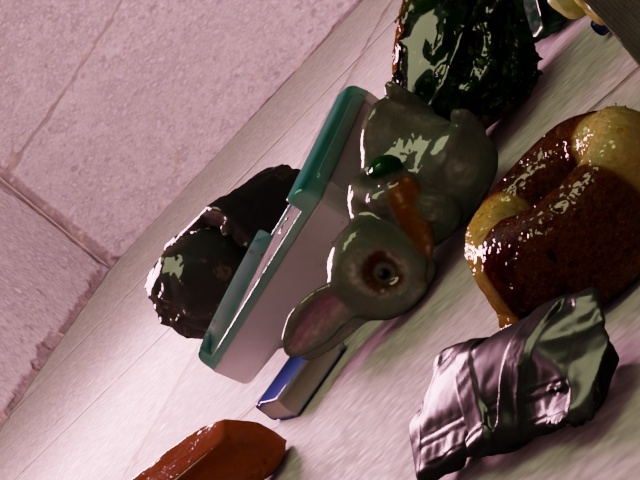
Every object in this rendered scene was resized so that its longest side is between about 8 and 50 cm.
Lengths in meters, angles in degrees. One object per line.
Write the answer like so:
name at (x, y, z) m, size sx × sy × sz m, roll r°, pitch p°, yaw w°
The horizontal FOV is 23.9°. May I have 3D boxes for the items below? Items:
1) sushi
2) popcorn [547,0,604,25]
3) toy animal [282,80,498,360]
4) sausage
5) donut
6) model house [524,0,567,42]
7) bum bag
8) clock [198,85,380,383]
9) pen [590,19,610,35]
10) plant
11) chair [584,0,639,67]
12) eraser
sushi at (0.144, -0.192, 1.458) m, size 0.140 × 0.149 × 0.287 m, roll 74°, pitch -155°, yaw -71°
popcorn at (0.265, -0.274, 1.134) m, size 0.255 × 0.195 × 0.256 m, roll 137°, pitch 151°, yaw -60°
toy animal at (0.062, 0.002, 1.291) m, size 0.251 × 0.127 × 0.125 m, roll -65°, pitch 23°, yaw -4°
sausage at (-0.106, 0.213, 1.261) m, size 0.179 × 0.089 × 0.089 m, roll -42°, pitch 8°, yaw -11°
donut at (0.161, -0.018, 0.972) m, size 0.166 × 0.073 × 0.184 m, roll -49°, pitch 11°, yaw -11°
model house at (0.223, -0.367, 1.607) m, size 0.291 × 0.253 × 0.184 m, roll -36°, pitch 16°, yaw -27°
bum bag at (0.111, 0.087, 0.877) m, size 0.197 × 0.049 × 0.087 m, roll -35°, pitch 42°, yaw 55°
clock at (0.000, 0.000, 1.500) m, size 0.231 × 0.116 × 0.262 m, roll -57°, pitch 4°, yaw 29°
pen at (0.310, -0.250, 1.307) m, size 0.204 × 0.025 × 0.025 m, roll -43°, pitch 12°, yaw 33°
plant at (-0.095, 0.019, 1.782) m, size 0.256 × 0.142 × 0.164 m, roll -43°, pitch 4°, yaw -36°
chair at (0.186, -0.252, 0.978) m, size 0.160 × 0.319 × 0.186 m, roll -44°, pitch 14°, yaw 23°
eraser at (-0.018, 0.122, 1.368) m, size 0.085 × 0.027 × 0.063 m, roll -54°, pitch 10°, yaw -21°
